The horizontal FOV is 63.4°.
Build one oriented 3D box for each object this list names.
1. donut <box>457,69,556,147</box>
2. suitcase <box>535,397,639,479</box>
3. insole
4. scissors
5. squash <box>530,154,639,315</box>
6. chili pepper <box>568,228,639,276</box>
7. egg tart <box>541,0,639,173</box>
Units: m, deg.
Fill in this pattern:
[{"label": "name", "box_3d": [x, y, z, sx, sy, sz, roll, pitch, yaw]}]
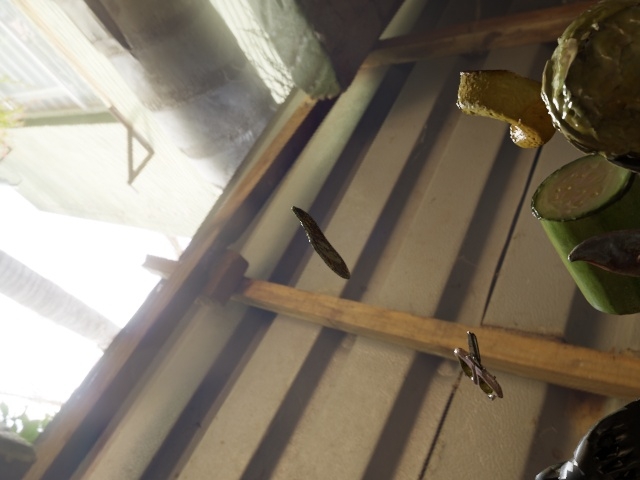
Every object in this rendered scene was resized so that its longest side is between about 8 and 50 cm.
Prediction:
[{"label": "donut", "box_3d": [0.421, -0.281, 1.089, 0.101, 0.259, 0.152, -65, -161, 1]}, {"label": "suitcase", "box_3d": [0.333, 0.115, 0.168, 0.434, 0.194, 0.283, -45, -144, 25]}, {"label": "insole", "box_3d": [0.000, 0.000, 0.780, 0.004, 0.065, 0.197, -51, -145, 14]}, {"label": "scissors", "box_3d": [0.372, 0.290, 1.229, 0.024, 0.317, 0.160, -37, -129, -9]}, {"label": "squash", "box_3d": [0.754, -0.021, 1.365, 0.263, 0.384, 0.263, -33, -152, 20]}, {"label": "chili pepper", "box_3d": [0.338, 0.011, 0.526, 0.153, 0.041, 0.050, -8, -137, 34]}, {"label": "egg tart", "box_3d": [0.404, -0.208, 0.641, 0.232, 0.098, 0.252, -28, -105, 19]}]
